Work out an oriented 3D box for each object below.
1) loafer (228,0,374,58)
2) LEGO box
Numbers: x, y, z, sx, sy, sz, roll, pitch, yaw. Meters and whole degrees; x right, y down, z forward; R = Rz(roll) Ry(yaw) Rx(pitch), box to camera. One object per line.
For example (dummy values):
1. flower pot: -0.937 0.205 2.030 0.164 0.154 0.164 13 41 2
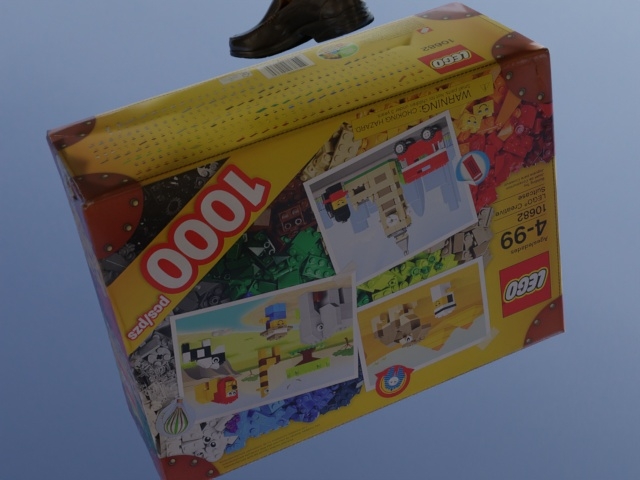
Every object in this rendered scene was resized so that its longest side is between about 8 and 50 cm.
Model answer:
1. loafer: -0.026 -0.221 1.103 0.170 0.061 0.062 -10 -163 35
2. LEGO box: 0.000 0.000 1.237 0.500 0.373 0.193 -21 -147 -15
